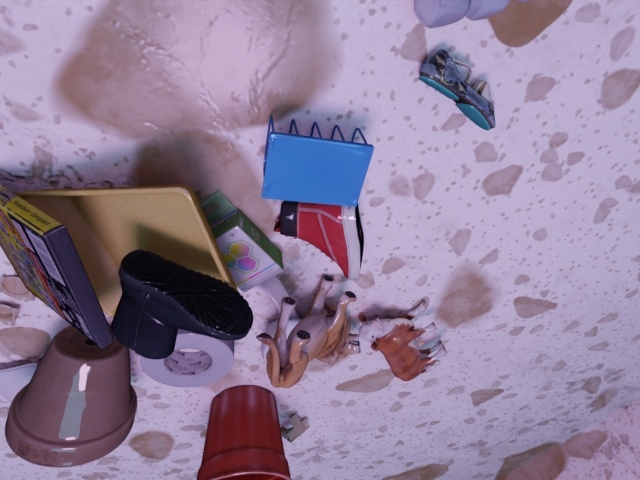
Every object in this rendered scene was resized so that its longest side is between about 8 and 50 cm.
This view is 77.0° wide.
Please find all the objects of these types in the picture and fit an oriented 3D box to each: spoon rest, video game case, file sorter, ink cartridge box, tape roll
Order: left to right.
[{"bbox_3d":[-0.487,0.040,0.707,0.249,0.035,0.274,25,134,23],"label":"video game case"},{"bbox_3d":[-0.327,0.276,1.008,0.220,0.072,0.219,-6,129,-7],"label":"tape roll"},{"bbox_3d":[-0.180,0.009,0.825,0.109,0.062,0.209,-29,128,15],"label":"ink cartridge box"},{"bbox_3d":[-0.098,0.200,0.970,0.137,0.084,0.276,-37,136,-32],"label":"spoon rest"},{"bbox_3d":[-0.014,-0.142,0.707,0.171,0.104,0.118,4,127,-14],"label":"file sorter"}]

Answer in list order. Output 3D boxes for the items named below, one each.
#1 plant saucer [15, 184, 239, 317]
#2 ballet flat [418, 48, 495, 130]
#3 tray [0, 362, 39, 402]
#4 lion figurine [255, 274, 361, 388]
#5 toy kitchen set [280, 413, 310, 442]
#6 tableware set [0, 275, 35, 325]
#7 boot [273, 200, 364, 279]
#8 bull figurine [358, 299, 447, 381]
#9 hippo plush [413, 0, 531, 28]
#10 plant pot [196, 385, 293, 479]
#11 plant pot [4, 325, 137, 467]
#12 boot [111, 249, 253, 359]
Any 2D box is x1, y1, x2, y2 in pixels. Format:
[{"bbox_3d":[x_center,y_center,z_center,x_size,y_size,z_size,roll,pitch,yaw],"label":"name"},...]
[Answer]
[{"bbox_3d":[-0.318,0.023,0.751,0.333,0.080,0.332,0,131,14],"label":"plant saucer"},{"bbox_3d":[0.253,-0.260,0.694,0.189,0.070,0.070,24,121,-31],"label":"ballet flat"},{"bbox_3d":[-0.735,0.402,1.057,0.145,0.030,0.270,-12,130,-2],"label":"tray"},{"bbox_3d":[-0.031,0.229,0.901,0.392,0.142,0.240,-14,129,-53],"label":"lion figurine"},{"bbox_3d":[-0.096,0.622,1.367,0.083,0.075,0.068,-29,94,-29],"label":"toy kitchen set"},{"bbox_3d":[-0.693,0.112,0.836,0.169,0.020,0.141,24,121,-27],"label":"tableware set"},{"bbox_3d":[0.000,0.000,0.853,0.177,0.088,0.244,-1,142,12],"label":"boot"},{"bbox_3d":[0.227,0.272,1.094,0.189,0.101,0.310,-25,129,7],"label":"bull figurine"},{"bbox_3d":[0.188,-0.423,0.492,0.295,0.234,0.236,-15,100,-18],"label":"hippo plush"},{"bbox_3d":[-0.219,0.588,1.157,0.273,0.265,0.272,-5,129,-6],"label":"plant pot"},{"bbox_3d":[-0.541,0.322,0.912,0.263,0.263,0.229,13,108,-21],"label":"plant pot"},{"bbox_3d":[-0.254,0.146,0.723,0.247,0.094,0.207,27,130,-1],"label":"boot"}]
